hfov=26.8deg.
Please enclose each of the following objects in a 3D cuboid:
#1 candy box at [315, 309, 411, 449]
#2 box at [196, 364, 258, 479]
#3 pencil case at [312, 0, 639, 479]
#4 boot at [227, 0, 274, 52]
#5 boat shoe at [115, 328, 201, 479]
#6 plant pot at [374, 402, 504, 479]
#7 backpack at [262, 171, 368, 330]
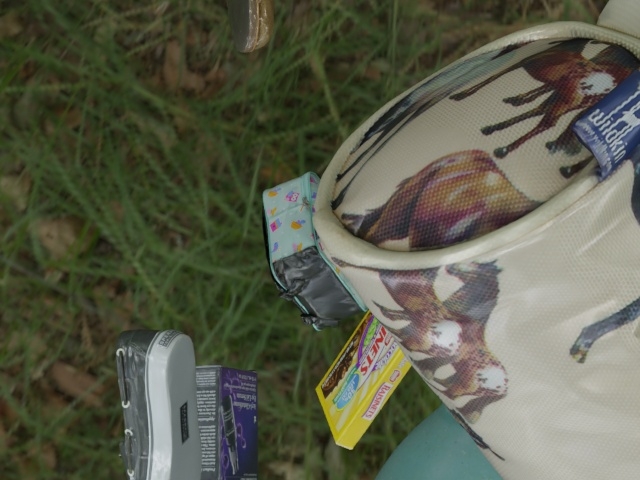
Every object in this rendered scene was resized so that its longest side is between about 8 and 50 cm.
[{"bbox_3d":[0.066,0.116,1.448,0.027,0.105,0.206,22,111,-27],"label":"candy box"},{"bbox_3d":[-0.181,0.316,2.233,0.108,0.153,0.207,-5,80,21],"label":"box"},{"bbox_3d":[0.180,0.085,0.638,0.183,0.160,0.410,-33,115,10],"label":"pencil case"},{"bbox_3d":[-0.057,-0.349,1.665,0.115,0.305,0.112,11,141,-14],"label":"boot"},{"bbox_3d":[-0.097,0.117,0.787,0.040,0.049,0.142,8,107,21],"label":"boat shoe"},{"bbox_3d":[0.170,0.224,1.091,0.293,0.293,0.196,12,94,0],"label":"plant pot"},{"bbox_3d":[0.000,0.000,1.816,0.144,0.188,0.166,-30,138,11],"label":"backpack"}]
